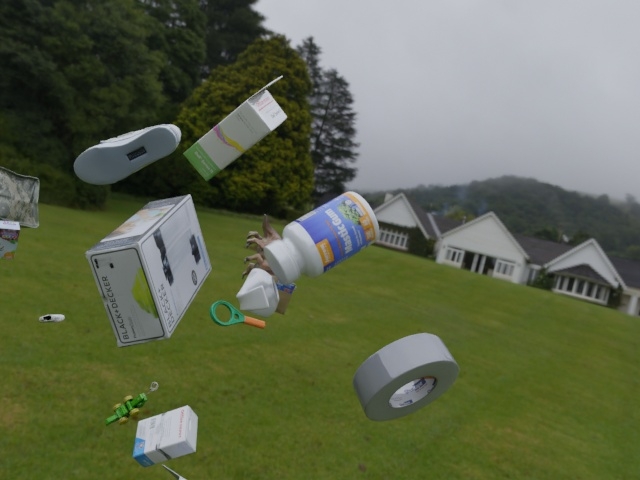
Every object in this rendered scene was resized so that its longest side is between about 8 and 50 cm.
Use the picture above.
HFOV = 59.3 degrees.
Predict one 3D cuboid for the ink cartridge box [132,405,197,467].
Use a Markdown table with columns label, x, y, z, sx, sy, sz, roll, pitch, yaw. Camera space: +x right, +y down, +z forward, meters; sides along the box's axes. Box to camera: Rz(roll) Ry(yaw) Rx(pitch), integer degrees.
| label | x | y | z | sx | sy | sz | roll | pitch | yaw |
| --- | --- | --- | --- | --- | --- | --- | --- | --- | --- |
| ink cartridge box | -0.514 | 0.652 | 1.874 | 0.190 | 0.082 | 0.140 | -18 | 37 | 6 |

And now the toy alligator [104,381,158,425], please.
| label | x | y | z | sx | sy | sz | roll | pitch | yaw |
| --- | --- | --- | --- | --- | --- | --- | --- | --- | --- |
| toy alligator | -0.545 | 0.484 | 1.652 | 0.056 | 0.189 | 0.051 | 51 | -5 | 26 |

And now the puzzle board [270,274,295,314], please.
| label | x | y | z | sx | sy | sz | roll | pitch | yaw |
| --- | --- | --- | --- | --- | --- | --- | --- | --- | --- |
| puzzle board | -0.146 | 0.148 | 1.609 | 0.128 | 0.097 | 0.011 | 20 | 5 | -9 |

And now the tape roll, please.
| label | x | y | z | sx | sy | sz | roll | pitch | yaw |
| --- | --- | --- | --- | --- | --- | --- | --- | --- | --- |
| tape roll | 0.179 | 0.291 | 1.187 | 0.219 | 0.219 | 0.072 | 18 | 33 | -43 |

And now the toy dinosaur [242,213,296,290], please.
| label | x | y | z | sx | sy | sz | roll | pitch | yaw |
| --- | --- | --- | --- | --- | --- | --- | --- | --- | --- |
| toy dinosaur | -0.178 | 0.060 | 2.069 | 0.200 | 0.296 | 0.127 | 7 | -4 | -8 |

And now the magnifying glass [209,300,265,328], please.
| label | x | y | z | sx | sy | sz | roll | pitch | yaw |
| --- | --- | --- | --- | --- | --- | --- | --- | --- | --- |
| magnifying glass | -0.304 | 0.285 | 2.069 | 0.230 | 0.092 | 0.026 | 22 | -38 | -33 |

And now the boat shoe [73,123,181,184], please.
| label | x | y | z | sx | sy | sz | roll | pitch | yaw |
| --- | --- | --- | --- | --- | --- | --- | --- | --- | --- |
| boat shoe | -0.628 | -0.301 | 1.863 | 0.366 | 0.136 | 0.156 | -22 | 21 | 9 |

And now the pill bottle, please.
| label | x | y | z | sx | sy | sz | roll | pitch | yaw |
| --- | --- | --- | --- | --- | --- | --- | --- | --- | --- |
| pill bottle | 0.000 | 0.000 | 1.417 | 0.272 | 0.152 | 0.152 | -31 | 16 | -19 |

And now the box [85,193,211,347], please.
| label | x | y | z | sx | sy | sz | roll | pitch | yaw |
| --- | --- | --- | --- | --- | --- | --- | --- | --- | --- |
| box | -0.284 | 0.040 | 0.983 | 0.087 | 0.169 | 0.290 | -10 | 17 | 7 |

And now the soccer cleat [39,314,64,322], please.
| label | x | y | z | sx | sy | sz | roll | pitch | yaw |
| --- | --- | --- | --- | --- | --- | --- | --- | --- | --- |
| soccer cleat | -0.905 | 0.263 | 1.900 | 0.083 | 0.029 | 0.035 | 3 | -22 | -45 |

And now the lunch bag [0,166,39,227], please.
| label | x | y | z | sx | sy | sz | roll | pitch | yaw |
| --- | --- | --- | --- | --- | --- | --- | --- | --- | --- |
| lunch bag | -0.913 | -0.112 | 1.459 | 0.235 | 0.169 | 0.287 | -2 | -5 | 3 |

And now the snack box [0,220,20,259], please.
| label | x | y | z | sx | sy | sz | roll | pitch | yaw |
| --- | --- | --- | --- | --- | --- | --- | --- | --- | --- |
| snack box | -0.830 | -0.004 | 1.392 | 0.141 | 0.100 | 0.037 | 6 | 35 | -34 |

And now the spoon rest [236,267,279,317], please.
| label | x | y | z | sx | sy | sz | roll | pitch | yaw |
| --- | --- | --- | --- | --- | --- | --- | --- | --- | --- |
| spoon rest | -0.161 | 0.139 | 1.440 | 0.084 | 0.137 | 0.276 | -16 | -1 | 1 |

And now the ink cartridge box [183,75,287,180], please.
| label | x | y | z | sx | sy | sz | roll | pitch | yaw |
| --- | --- | --- | --- | --- | --- | --- | --- | --- | --- |
| ink cartridge box | -0.238 | -0.353 | 1.767 | 0.119 | 0.353 | 0.207 | 51 | 24 | -13 |

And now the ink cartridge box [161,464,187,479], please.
| label | x | y | z | sx | sy | sz | roll | pitch | yaw |
| --- | --- | --- | --- | --- | --- | --- | --- | --- | --- |
| ink cartridge box | -0.349 | 0.832 | 1.745 | 0.307 | 0.072 | 0.304 | 21 | -32 | 16 |
